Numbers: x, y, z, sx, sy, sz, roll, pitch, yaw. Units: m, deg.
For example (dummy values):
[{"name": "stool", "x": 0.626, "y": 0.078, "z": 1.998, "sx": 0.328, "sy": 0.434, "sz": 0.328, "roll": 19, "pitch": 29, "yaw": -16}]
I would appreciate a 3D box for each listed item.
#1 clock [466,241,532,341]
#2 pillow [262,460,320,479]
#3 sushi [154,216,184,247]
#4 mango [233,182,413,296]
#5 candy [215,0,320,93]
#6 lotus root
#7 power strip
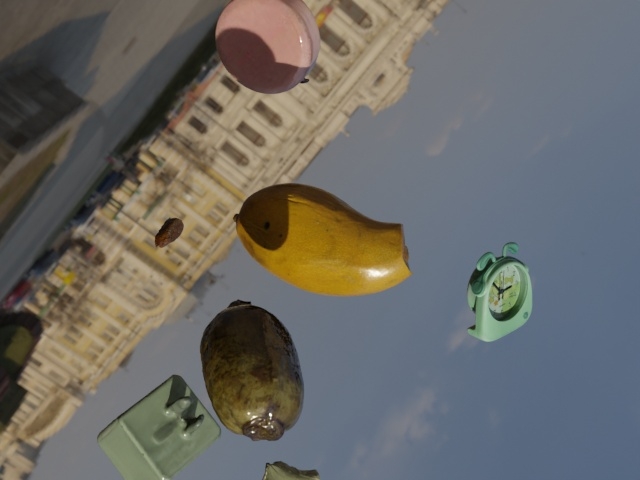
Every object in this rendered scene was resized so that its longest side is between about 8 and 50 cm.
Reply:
[{"name": "clock", "x": 0.358, "y": 0.098, "z": 1.576, "sx": 0.148, "sy": 0.189, "sz": 0.060, "roll": -18, "pitch": -157, "yaw": -31}, {"name": "pillow", "x": -0.088, "y": 0.570, "z": 1.662, "sx": 0.053, "sy": 0.119, "sz": 0.208, "roll": -119, "pitch": -131, "yaw": -88}, {"name": "sushi", "x": -0.408, "y": -0.024, "z": 2.110, "sx": 0.060, "sy": 0.061, "sz": 0.118, "roll": -12, "pitch": -162, "yaw": 32}, {"name": "mango", "x": 0.000, "y": 0.004, "z": 1.444, "sx": 0.187, "sy": 0.359, "sz": 0.144, "roll": -62, "pitch": 158, "yaw": -10}, {"name": "candy", "x": -0.118, "y": -0.459, "z": 1.828, "sx": 0.255, "sy": 0.255, "sz": 0.094, "roll": -42, "pitch": -170, "yaw": 36}, {"name": "lotus root", "x": -0.100, "y": 0.176, "z": 1.133, "sx": 0.128, "sy": 0.145, "sz": 0.260, "roll": -53, "pitch": -149, "yaw": 25}, {"name": "power strip", "x": -0.269, "y": 0.329, "z": 1.342, "sx": 0.140, "sy": 0.139, "sz": 0.224, "roll": -34, "pitch": 175, "yaw": -37}]
